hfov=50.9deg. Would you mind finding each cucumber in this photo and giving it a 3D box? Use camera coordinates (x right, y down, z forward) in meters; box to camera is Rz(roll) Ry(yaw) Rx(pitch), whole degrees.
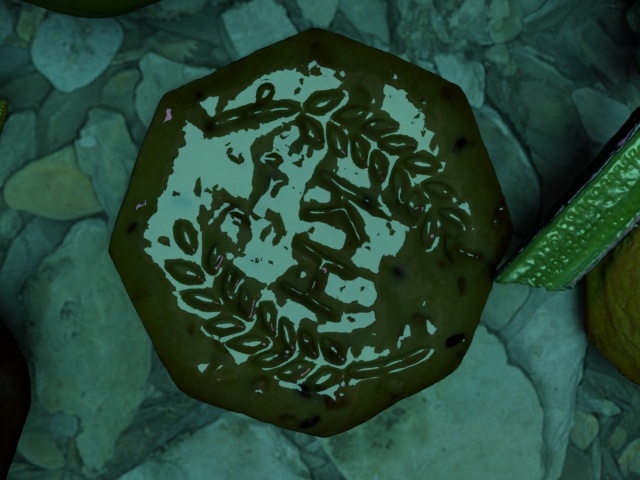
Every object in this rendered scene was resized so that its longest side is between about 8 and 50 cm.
[{"bbox_3d":[0.239,-0.035,0.573,0.070,0.046,0.220,35,108,-10],"label":"cucumber"}]

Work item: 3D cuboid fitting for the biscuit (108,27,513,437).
[{"bbox_3d":[0.000,-0.001,0.584,0.359,0.046,0.359,-2,100,-11],"label":"biscuit"}]

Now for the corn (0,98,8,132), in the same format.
[{"bbox_3d":[-0.272,-0.076,0.531,0.028,0.027,0.083,26,92,19],"label":"corn"}]

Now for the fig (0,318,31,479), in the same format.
[{"bbox_3d":[-0.382,0.120,0.469,0.320,0.217,0.217,2,99,9],"label":"fig"}]

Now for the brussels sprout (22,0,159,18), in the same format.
[{"bbox_3d":[-0.156,-0.303,0.411,0.328,0.247,0.328,-5,102,-26],"label":"brussels sprout"}]

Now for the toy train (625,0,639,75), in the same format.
[{"bbox_3d":[0.339,-0.233,0.509,0.201,0.266,0.145,-10,62,-1],"label":"toy train"}]

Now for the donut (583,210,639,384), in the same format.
[{"bbox_3d":[0.363,0.028,0.624,0.253,0.118,0.254,1,84,-10],"label":"donut"}]
